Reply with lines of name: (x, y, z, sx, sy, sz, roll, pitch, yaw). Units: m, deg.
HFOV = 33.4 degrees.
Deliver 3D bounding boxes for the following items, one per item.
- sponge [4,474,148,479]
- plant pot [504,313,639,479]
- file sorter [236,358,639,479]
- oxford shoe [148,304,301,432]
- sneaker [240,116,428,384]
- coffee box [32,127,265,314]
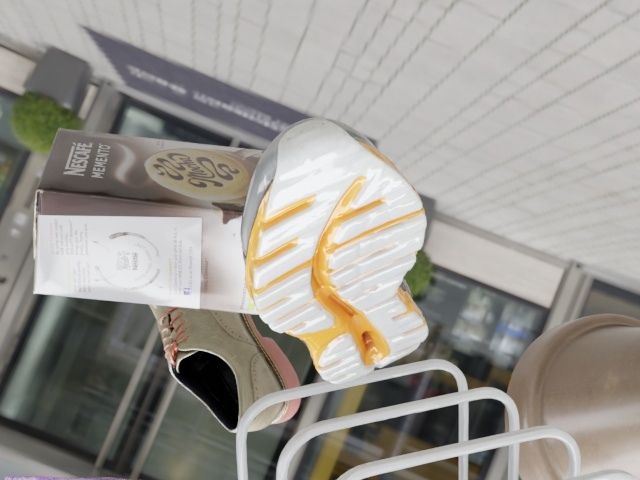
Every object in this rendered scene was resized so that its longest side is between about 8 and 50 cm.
sponge: (-0.246, 0.252, 1.073, 0.117, 0.031, 0.210, 7, 166, -22)
plant pot: (0.374, 0.198, 1.206, 0.263, 0.263, 0.229, 23, 159, -12)
file sorter: (0.079, 0.201, 0.646, 0.193, 0.173, 0.278, -8, -164, -23)
oxford shoe: (-0.172, 0.119, 1.486, 0.348, 0.123, 0.130, 46, -150, 20)
sneaker: (0.000, 0.000, 0.518, 0.215, 0.084, 0.083, 78, 169, -63)
coffee box: (-0.135, -0.019, 1.106, 0.297, 0.118, 0.168, 6, -153, -9)
